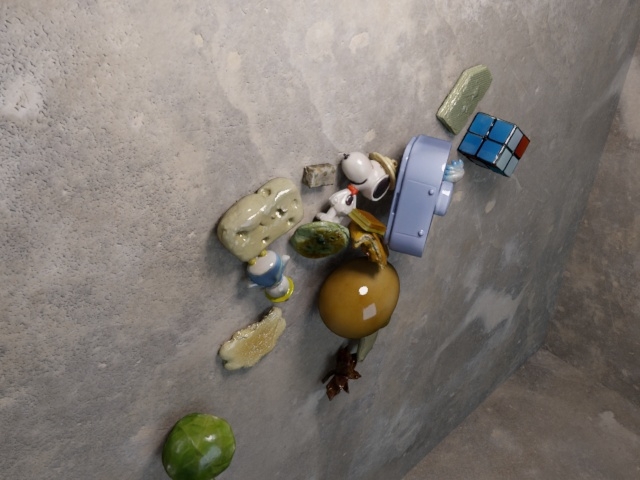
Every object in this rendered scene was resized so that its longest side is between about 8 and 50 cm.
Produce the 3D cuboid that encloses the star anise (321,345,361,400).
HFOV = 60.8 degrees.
[{"bbox_3d":[0.091,0.520,2.167,0.212,0.111,0.196,-28,140,-42],"label":"star anise"}]

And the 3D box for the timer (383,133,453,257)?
[{"bbox_3d":[0.345,-0.160,1.802,0.395,0.173,0.396,14,90,-78],"label":"timer"}]

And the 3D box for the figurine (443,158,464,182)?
[{"bbox_3d":[0.497,-0.257,2.087,0.114,0.079,0.114,-8,148,-5],"label":"figurine"}]

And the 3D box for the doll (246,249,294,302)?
[{"bbox_3d":[-0.148,0.108,1.627,0.135,0.098,0.241,-64,149,-28],"label":"doll"}]

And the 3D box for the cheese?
[{"bbox_3d":[-0.160,-0.056,1.501,0.263,0.093,0.159,-37,137,-23],"label":"cheese"}]

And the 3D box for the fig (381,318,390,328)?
[{"bbox_3d":[0.237,0.305,2.203,0.084,0.082,0.098,-32,132,27],"label":"fig"}]

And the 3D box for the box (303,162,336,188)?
[{"bbox_3d":[-0.003,-0.192,1.610,0.098,0.045,0.062,-15,125,-39],"label":"box"}]

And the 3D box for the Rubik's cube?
[{"bbox_3d":[0.662,-0.364,2.090,0.180,0.183,0.167,19,102,-50],"label":"Rubik's cube"}]

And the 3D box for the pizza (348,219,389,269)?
[{"bbox_3d":[0.159,0.006,1.776,0.073,0.182,0.365,-30,-178,11],"label":"pizza"}]

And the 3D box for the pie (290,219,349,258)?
[{"bbox_3d":[0.000,0.000,1.673,0.186,0.041,0.187,-2,145,-1],"label":"pie"}]

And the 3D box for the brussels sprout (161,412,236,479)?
[{"bbox_3d":[-0.374,0.650,1.692,0.244,0.244,0.244,-27,133,-32],"label":"brussels sprout"}]

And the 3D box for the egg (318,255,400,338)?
[{"bbox_3d":[0.137,0.188,1.864,0.322,0.250,0.250,-39,139,-28],"label":"egg"}]

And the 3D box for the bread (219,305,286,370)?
[{"bbox_3d":[-0.208,0.331,1.768,0.250,0.039,0.182,-35,137,-26],"label":"bread"}]

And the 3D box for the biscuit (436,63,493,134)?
[{"bbox_3d":[0.517,-0.509,1.934,0.252,0.052,0.150,-57,142,1],"label":"biscuit"}]

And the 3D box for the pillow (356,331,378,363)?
[{"bbox_3d":[0.189,0.384,2.157,0.119,0.053,0.208,-32,140,-44],"label":"pillow"}]

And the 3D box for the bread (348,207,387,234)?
[{"bbox_3d":[0.143,-0.056,1.649,0.094,0.090,0.035,13,115,-51],"label":"bread"}]

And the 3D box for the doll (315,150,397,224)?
[{"bbox_3d":[0.116,-0.151,1.711,0.208,0.144,0.272,14,103,-29],"label":"doll"}]
